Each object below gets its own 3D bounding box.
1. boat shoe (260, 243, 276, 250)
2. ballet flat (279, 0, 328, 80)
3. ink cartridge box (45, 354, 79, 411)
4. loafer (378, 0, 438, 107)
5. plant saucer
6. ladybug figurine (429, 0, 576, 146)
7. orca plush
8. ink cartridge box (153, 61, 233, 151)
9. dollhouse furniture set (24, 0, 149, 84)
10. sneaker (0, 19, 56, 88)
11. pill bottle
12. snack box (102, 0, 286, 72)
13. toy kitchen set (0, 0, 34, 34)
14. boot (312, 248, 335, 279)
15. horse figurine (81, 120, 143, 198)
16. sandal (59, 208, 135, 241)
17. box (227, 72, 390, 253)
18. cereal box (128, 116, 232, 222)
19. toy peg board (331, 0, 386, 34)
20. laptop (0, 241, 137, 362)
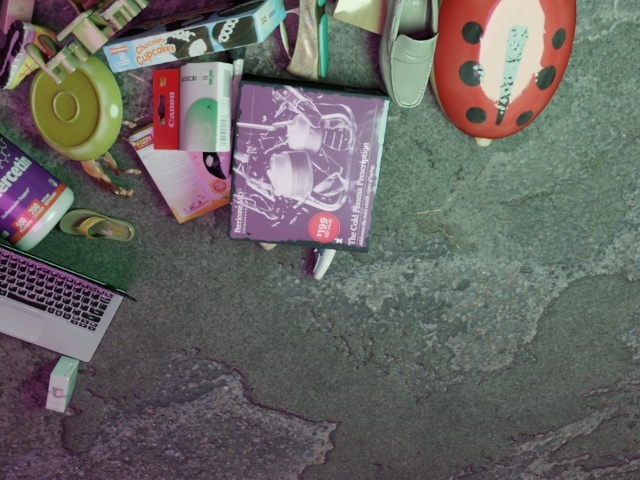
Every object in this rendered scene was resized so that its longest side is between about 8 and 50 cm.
[{"bbox_3d":[-0.094,-0.045,1.732,0.059,0.063,0.170,38,112,-25],"label":"boat shoe"},{"bbox_3d":[-0.033,-0.484,1.479,0.106,0.108,0.316,10,118,9],"label":"ballet flat"},{"bbox_3d":[-0.693,0.384,1.940,0.052,0.089,0.123,17,116,-6],"label":"ink cartridge box"},{"bbox_3d":[0.182,-0.410,1.460,0.111,0.111,0.320,-13,126,-10],"label":"loafer"},{"bbox_3d":[-0.539,-0.290,1.553,0.240,0.037,0.241,4,103,19],"label":"plant saucer"},{"bbox_3d":[0.381,-0.401,1.491,0.304,0.162,0.450,0,118,-1],"label":"ladybug figurine"},{"bbox_3d":[-0.231,-0.281,1.555,0.102,0.151,0.287,8,116,-5],"label":"orca plush"},{"bbox_3d":[-0.286,-0.278,1.519,0.224,0.056,0.181,5,97,30],"label":"ink cartridge box"},{"bbox_3d":[-0.466,-0.459,1.403,0.212,0.242,0.161,-35,113,16],"label":"dollhouse furniture set"},{"bbox_3d":[-0.620,-0.382,1.522,0.208,0.094,0.082,-28,79,45],"label":"sneaker"},{"bbox_3d":[-0.729,-0.137,1.607,0.181,0.182,0.323,-41,112,19],"label":"pill bottle"},{"bbox_3d":[-0.244,-0.415,1.426,0.321,0.187,0.060,-7,119,17],"label":"snack box"},{"bbox_3d":[-0.715,-0.518,1.472,0.207,0.166,0.122,-3,127,-42],"label":"toy kitchen set"},{"bbox_3d":[0.000,0.000,1.763,0.086,0.069,0.190,23,108,-5],"label":"boot"},{"bbox_3d":[-0.483,-0.207,1.624,0.174,0.066,0.263,22,127,14],"label":"horse figurine"},{"bbox_3d":[-0.541,-0.029,1.742,0.180,0.049,0.072,12,117,-7],"label":"sandal"},{"bbox_3d":[-0.031,-0.169,1.570,0.312,0.179,0.344,5,107,-3],"label":"box"},{"bbox_3d":[-0.307,-0.175,1.667,0.172,0.047,0.240,-21,115,11],"label":"cereal box"},{"bbox_3d":[0.115,-0.522,1.483,0.160,0.079,0.161,12,119,-25],"label":"toy peg board"},{"bbox_3d":[-0.679,0.156,1.719,0.381,0.236,0.408,25,115,-19],"label":"laptop"}]
